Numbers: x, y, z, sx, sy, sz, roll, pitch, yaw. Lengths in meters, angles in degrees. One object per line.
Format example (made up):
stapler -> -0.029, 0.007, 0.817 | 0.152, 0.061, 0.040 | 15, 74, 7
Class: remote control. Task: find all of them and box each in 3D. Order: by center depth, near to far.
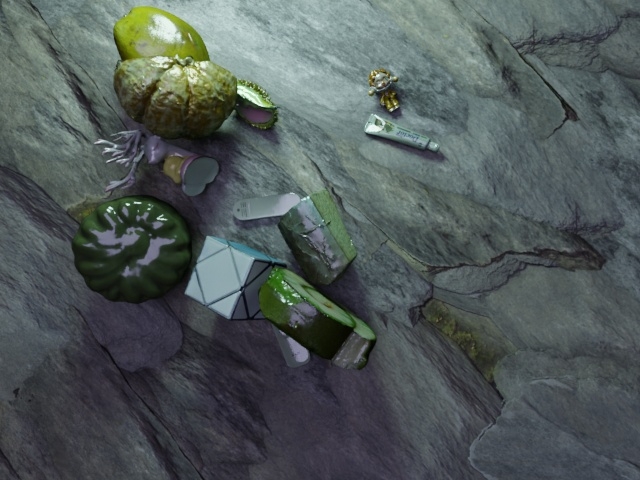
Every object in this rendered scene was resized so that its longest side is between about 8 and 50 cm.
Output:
remote control -> -0.121, 0.273, 1.479 | 0.090, 0.038, 0.309 | -22, 84, 7
remote control -> -0.184, -0.116, 1.512 | 0.245, 0.022, 0.077 | -7, 84, 9

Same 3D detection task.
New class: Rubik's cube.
Rubik's cube -> -0.267, 0.124, 1.401 | 0.205, 0.205, 0.207 | 24, 93, 27

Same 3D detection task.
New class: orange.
orange -> -0.434, -0.420, 1.363 | 0.369, 0.271, 0.210 | -7, 81, -31

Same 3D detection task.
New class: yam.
yam -> -0.004, 0.003, 1.401 | 0.201, 0.202, 0.271 | -39, 83, 28

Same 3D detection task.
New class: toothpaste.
toothpaste -> 0.268, -0.345, 1.443 | 0.255, 0.037, 0.067 | 24, 92, 13

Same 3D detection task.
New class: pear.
pear -> -0.515, -0.619, 1.457 | 0.321, 0.269, 0.269 | 37, 94, -25

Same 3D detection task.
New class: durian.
durian -> -0.217, -0.466, 1.495 | 0.221, 0.137, 0.095 | 37, 61, 16

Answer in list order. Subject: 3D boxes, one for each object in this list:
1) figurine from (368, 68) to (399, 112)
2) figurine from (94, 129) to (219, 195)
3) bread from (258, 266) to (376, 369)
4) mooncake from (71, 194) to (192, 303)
figurine -> 0.215, -0.498, 1.444 | 0.143, 0.068, 0.101 | 37, 98, -4
figurine -> -0.548, -0.263, 1.455 | 0.316, 0.206, 0.284 | 25, 50, 16
bread -> -0.010, 0.235, 1.295 | 0.382, 0.366, 0.129 | 36, 93, 21
mooncake -> -0.603, 0.027, 1.436 | 0.356, 0.194, 0.356 | -2, 105, -9
